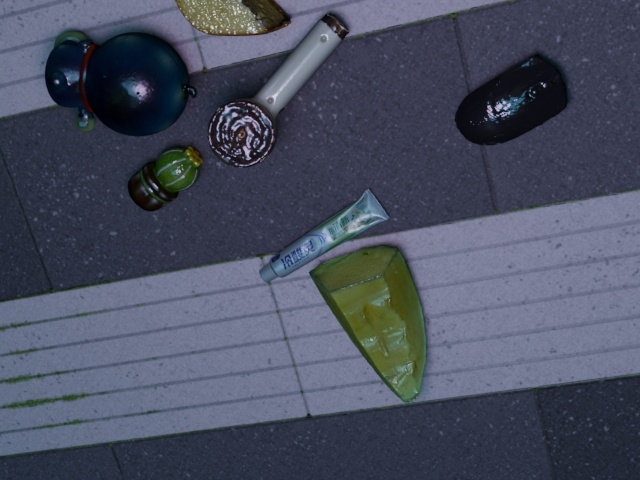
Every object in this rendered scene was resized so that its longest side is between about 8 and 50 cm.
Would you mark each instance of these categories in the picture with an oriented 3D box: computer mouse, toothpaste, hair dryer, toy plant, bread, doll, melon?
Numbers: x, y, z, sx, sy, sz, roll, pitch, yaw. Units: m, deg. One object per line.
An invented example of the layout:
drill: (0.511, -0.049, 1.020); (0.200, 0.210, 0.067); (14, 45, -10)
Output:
computer mouse: (0.350, -0.252, 1.921); (0.217, 0.073, 0.122); (-30, 103, 20)
toothpaste: (0.000, 0.000, 2.117); (0.297, 0.048, 0.074); (-32, 99, 18)
hair dryer: (-0.068, -0.294, 1.952); (0.128, 0.203, 0.362); (41, 95, -6)
toy plant: (-0.310, -0.130, 2.102); (0.162, 0.093, 0.092); (-32, 102, 22)
bread: (-0.191, -0.452, 1.926); (0.260, 0.129, 0.134); (43, 121, -6)
doll: (-0.391, -0.302, 1.999); (0.322, 0.186, 0.198); (4, 113, 14)
melon: (0.121, 0.176, 2.121); (0.196, 0.124, 0.323); (-16, 113, 19)
